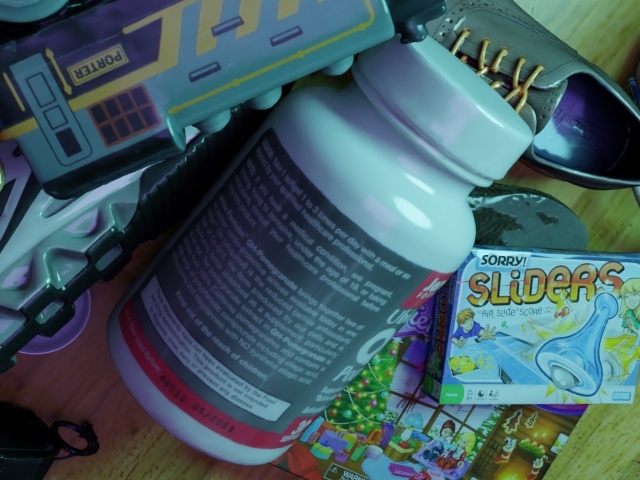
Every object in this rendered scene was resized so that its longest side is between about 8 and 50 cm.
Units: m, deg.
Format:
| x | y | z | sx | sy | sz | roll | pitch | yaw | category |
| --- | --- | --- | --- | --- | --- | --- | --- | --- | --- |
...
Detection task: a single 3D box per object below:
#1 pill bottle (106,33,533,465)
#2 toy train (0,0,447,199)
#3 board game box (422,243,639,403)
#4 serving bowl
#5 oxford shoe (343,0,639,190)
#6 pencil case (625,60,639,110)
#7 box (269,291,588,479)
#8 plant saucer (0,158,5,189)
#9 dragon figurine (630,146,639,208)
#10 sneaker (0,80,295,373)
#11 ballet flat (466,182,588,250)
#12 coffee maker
| x | y | z | sx | sy | sz | roll | pitch | yaw | category |
| --- | --- | --- | --- | --- | --- | --- | --- | --- | --- |
| 0.000 | 0.000 | 0.816 | 0.176 | 0.176 | 0.318 | 32 | 110 | -24 | pill bottle |
| -0.077 | -0.163 | 0.685 | 0.334 | 0.142 | 0.190 | -24 | 112 | 0 | toy train |
| 0.193 | 0.074 | 0.972 | 0.201 | 0.035 | 0.136 | 3 | 100 | -22 | board game box |
| -0.226 | 0.048 | 0.888 | 0.083 | 0.027 | 0.083 | -5 | 108 | -17 | serving bowl |
| 0.131 | -0.146 | 0.885 | 0.364 | 0.133 | 0.130 | 23 | 99 | -23 | oxford shoe |
| 0.456 | -0.071 | 1.005 | 0.386 | 0.160 | 0.167 | 33 | 101 | -25 | pencil case |
| 0.088 | 0.148 | 1.007 | 0.293 | 0.057 | 0.201 | 28 | 96 | -24 | box |
| -0.415 | -0.076 | 0.704 | 0.333 | 0.081 | 0.333 | -33 | 86 | -6 | plant saucer |
| 0.366 | 0.028 | 1.045 | 0.289 | 0.144 | 0.085 | 37 | 95 | -5 | dragon figurine |
| -0.164 | -0.063 | 0.815 | 0.330 | 0.122 | 0.146 | -40 | 77 | -18 | sneaker |
| 0.127 | -0.020 | 0.974 | 0.250 | 0.058 | 0.084 | 11 | 107 | -26 | ballet flat |
| -0.282 | 0.226 | 0.877 | 0.171 | 0.120 | 0.178 | 19 | 101 | -23 | coffee maker |
